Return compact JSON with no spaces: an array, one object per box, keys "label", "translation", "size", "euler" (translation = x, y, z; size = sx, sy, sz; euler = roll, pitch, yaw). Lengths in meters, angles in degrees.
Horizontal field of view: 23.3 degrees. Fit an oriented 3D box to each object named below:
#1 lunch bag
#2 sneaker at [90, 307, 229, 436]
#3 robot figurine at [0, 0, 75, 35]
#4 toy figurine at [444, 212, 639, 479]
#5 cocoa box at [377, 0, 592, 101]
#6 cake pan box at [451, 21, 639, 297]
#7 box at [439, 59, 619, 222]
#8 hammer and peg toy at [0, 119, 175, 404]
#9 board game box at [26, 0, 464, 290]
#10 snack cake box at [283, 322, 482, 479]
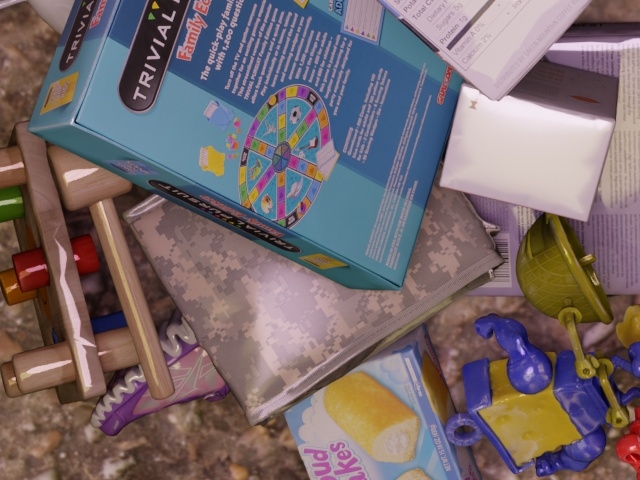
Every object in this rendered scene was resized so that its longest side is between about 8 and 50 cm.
[{"label":"lunch bag","translation":[0.000,0.000,1.444],"size":[0.287,0.169,0.235],"euler":[-33,83,0]},{"label":"sneaker","translation":[-0.137,0.134,1.590],"size":[0.104,0.095,0.236],"euler":[42,111,-13]},{"label":"robot figurine","translation":[-0.140,-0.303,1.378],"size":[0.300,0.200,0.353],"euler":[34,113,-27]},{"label":"toy figurine","translation":[0.201,0.154,1.433],"size":[0.217,0.191,0.362],"euler":[-18,131,25]},{"label":"cocoa box","translation":[0.143,-0.299,1.241],"size":[0.228,0.347,0.231],"euler":[40,111,-4]},{"label":"cake pan box","translation":[0.250,-0.069,1.451],"size":[0.246,0.070,0.267],"euler":[-1,108,14]},{"label":"box","translation":[0.181,-0.095,1.329],"size":[0.130,0.170,0.091],"euler":[15,110,8]},{"label":"hammer and peg toy","translation":[-0.243,0.029,1.413],"size":[0.127,0.361,0.266],"euler":[-14,88,-16]},{"label":"board game box","translation":[-0.041,-0.137,1.264],"size":[0.336,0.079,0.254],"euler":[27,73,-33]},{"label":"snack cake box","translation":[0.073,0.231,1.578],"size":[0.152,0.089,0.264],"euler":[-18,104,16]}]
